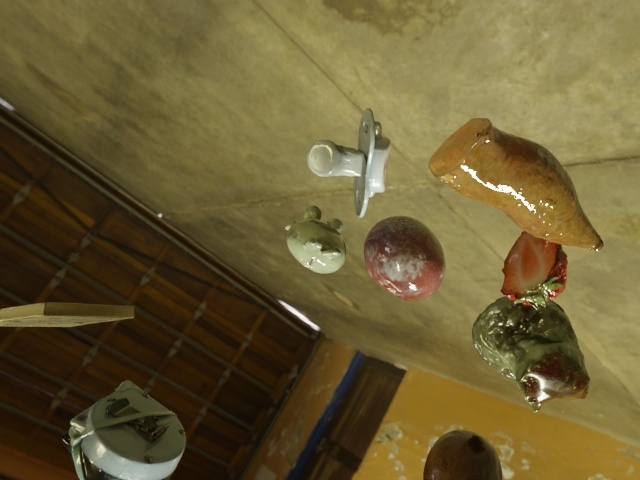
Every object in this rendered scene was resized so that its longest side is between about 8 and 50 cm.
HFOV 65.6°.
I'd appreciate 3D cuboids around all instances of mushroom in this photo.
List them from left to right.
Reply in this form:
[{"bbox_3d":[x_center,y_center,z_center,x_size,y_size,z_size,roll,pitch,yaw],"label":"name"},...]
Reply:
[{"bbox_3d":[0.411,0.759,1.510,0.260,0.345,0.345,-22,129,38],"label":"mushroom"}]

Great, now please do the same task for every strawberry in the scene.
[{"bbox_3d":[0.434,0.059,1.010,0.082,0.187,0.147,35,133,-26],"label":"strawberry"}]

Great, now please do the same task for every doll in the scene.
[{"bbox_3d":[-0.007,0.010,1.089,0.155,0.113,0.275,32,-167,-8],"label":"doll"}]

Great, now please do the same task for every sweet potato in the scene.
[{"bbox_3d":[0.350,-0.083,0.819,0.337,0.131,0.131,26,165,-14],"label":"sweet potato"}]

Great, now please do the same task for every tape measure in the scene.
[{"bbox_3d":[-0.319,0.335,0.837,0.181,0.107,0.182,28,-173,4],"label":"tape measure"}]

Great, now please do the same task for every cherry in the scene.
[{"bbox_3d":[0.231,0.045,1.364,0.236,0.212,0.285,29,-174,-13],"label":"cherry"}]

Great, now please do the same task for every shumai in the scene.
[{"bbox_3d":[0.709,0.389,1.627,0.397,0.324,0.323,48,-164,-27],"label":"shumai"}]

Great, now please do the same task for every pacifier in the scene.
[{"bbox_3d":[0.068,-0.202,1.282,0.207,0.278,0.227,1,-160,-8],"label":"pacifier"}]

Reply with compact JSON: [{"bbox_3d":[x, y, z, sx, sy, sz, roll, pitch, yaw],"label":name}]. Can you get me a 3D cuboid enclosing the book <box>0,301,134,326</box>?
[{"bbox_3d":[-0.471,0.137,0.898,0.161,0.026,0.231,-10,168,14],"label":"book"}]
